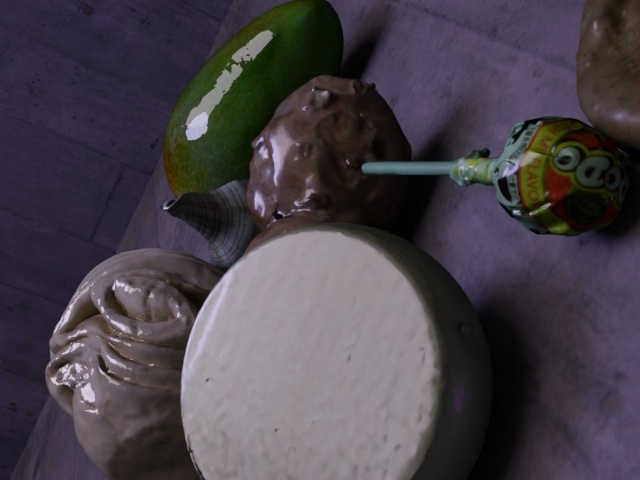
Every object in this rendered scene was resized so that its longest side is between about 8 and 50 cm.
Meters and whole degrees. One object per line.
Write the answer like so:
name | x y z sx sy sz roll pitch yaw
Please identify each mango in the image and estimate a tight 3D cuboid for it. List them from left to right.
mango | -0.095 -0.190 1.323 0.201 0.225 0.382 50 118 29

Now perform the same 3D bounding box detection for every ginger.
ginger | 0.000 0.000 0.935 0.256 0.176 0.375 109 170 -53

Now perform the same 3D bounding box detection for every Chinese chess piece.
Chinese chess piece | 0.009 0.111 0.701 0.250 0.101 0.250 -9 72 29

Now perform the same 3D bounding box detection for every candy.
candy | 0.120 -0.052 0.728 0.083 0.091 0.305 -60 26 -10

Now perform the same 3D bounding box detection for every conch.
conch | -0.081 -0.008 1.120 0.137 0.114 0.234 -43 -22 -9

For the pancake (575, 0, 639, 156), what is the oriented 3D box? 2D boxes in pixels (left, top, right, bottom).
pancake | 0.267 -0.191 0.604 0.294 0.049 0.294 -55 21 33

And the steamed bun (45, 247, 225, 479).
steamed bun | -0.162 0.126 1.040 0.203 0.276 0.289 -59 13 26
